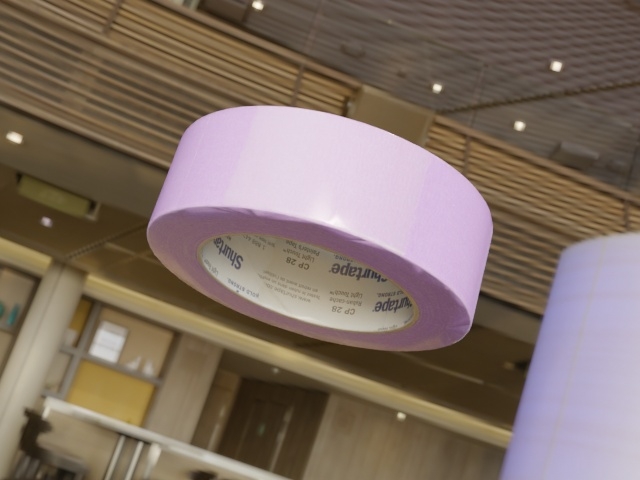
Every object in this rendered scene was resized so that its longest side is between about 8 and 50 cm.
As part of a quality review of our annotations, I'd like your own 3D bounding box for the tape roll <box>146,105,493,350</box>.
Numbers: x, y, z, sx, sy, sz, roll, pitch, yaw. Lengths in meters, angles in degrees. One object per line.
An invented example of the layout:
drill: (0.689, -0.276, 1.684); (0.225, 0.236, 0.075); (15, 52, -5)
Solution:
tape roll: (0.000, 0.000, 0.826); (0.275, 0.090, 0.275); (15, -22, 6)
